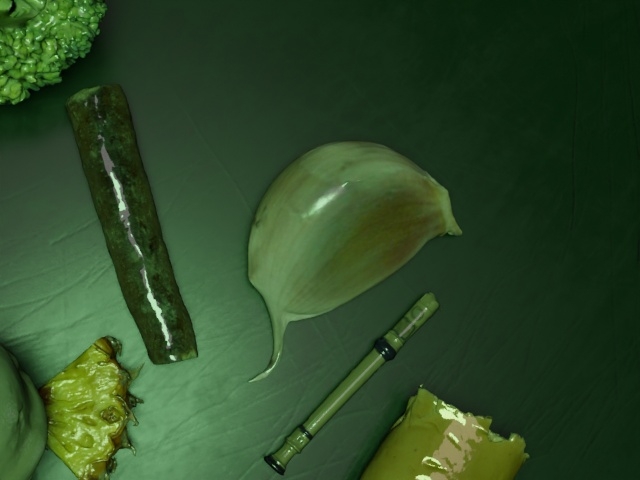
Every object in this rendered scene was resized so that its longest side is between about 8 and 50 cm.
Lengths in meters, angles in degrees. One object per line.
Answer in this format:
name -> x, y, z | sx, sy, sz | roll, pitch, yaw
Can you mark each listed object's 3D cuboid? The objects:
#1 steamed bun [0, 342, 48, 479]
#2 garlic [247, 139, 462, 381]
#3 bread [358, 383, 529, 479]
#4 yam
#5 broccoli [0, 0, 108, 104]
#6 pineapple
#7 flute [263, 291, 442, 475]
steamed bun -> -0.308, 0.185, 0.781 | 0.144, 0.211, 0.218 | 36, 73, -46
garlic -> -0.005, 0.000, 0.906 | 0.266, 0.128, 0.148 | -38, 78, -2
bread -> 0.107, 0.239, 0.889 | 0.134, 0.085, 0.173 | 28, 78, -5
yam -> -0.177, -0.014, 0.889 | 0.061, 0.061, 0.274 | -17, 87, -12
broccoli -> -0.313, -0.222, 0.833 | 0.226, 0.176, 0.198 | 41, 73, -18
pineapple -> -0.220, 0.154, 0.860 | 0.116, 0.069, 0.137 | 6, 73, -4
flute -> 0.034, 0.136, 0.920 | 0.027, 0.027, 0.233 | 46, 78, -2
